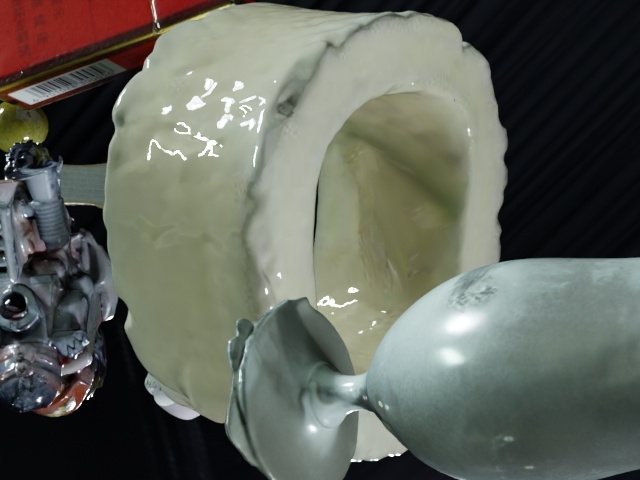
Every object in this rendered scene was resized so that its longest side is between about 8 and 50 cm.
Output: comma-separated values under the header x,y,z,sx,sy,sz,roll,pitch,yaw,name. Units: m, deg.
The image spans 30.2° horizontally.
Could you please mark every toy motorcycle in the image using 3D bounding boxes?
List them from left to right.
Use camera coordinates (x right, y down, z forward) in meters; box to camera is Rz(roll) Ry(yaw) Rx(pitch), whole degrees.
x,y,z,sx,sy,sz,roll,pitch,yaw,name
-0.276,0.013,1.089,0.207,0.134,0.401,-80,-15,-61,toy motorcycle

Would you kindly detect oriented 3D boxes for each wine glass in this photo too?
x,y,z,sx,sy,sz,roll,pitch,yaw,name
0.073,0.057,0.513,0.103,0.222,0.103,23,-119,-51,wine glass

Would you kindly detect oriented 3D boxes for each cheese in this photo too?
x,y,z,sx,sy,sz,roll,pitch,yaw,name
-0.004,0.000,0.851,0.153,0.332,0.292,11,-158,36,cheese

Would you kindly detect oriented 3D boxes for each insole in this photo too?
x,y,z,sx,sy,sz,roll,pitch,yaw,name
-0.248,-0.059,1.329,0.188,0.004,0.064,3,-101,-29,insole

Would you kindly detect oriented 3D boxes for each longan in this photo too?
x,y,z,sx,sy,sz,roll,pitch,yaw,name
-0.386,-0.141,1.522,0.075,0.083,0.075,3,-148,-2,longan

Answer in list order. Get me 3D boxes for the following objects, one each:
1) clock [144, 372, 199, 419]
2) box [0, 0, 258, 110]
x,y,z,sx,sy,sz,roll,pitch,yaw,name
-0.104,0.092,1.034,0.041,0.129,0.087,38,161,-31,clock
-0.180,-0.222,1.021,0.074,0.239,0.153,31,-135,-65,box
